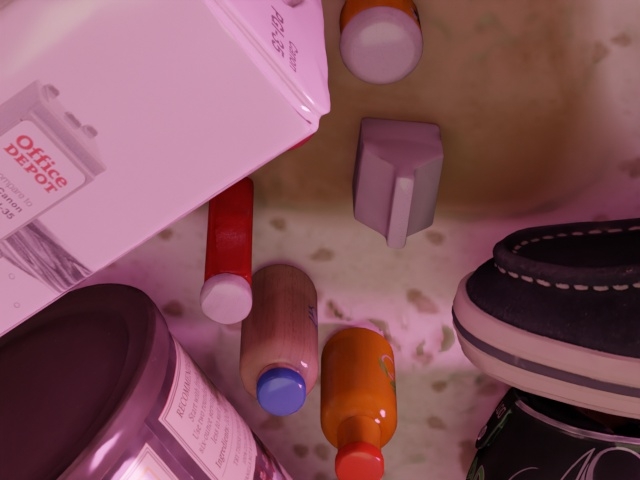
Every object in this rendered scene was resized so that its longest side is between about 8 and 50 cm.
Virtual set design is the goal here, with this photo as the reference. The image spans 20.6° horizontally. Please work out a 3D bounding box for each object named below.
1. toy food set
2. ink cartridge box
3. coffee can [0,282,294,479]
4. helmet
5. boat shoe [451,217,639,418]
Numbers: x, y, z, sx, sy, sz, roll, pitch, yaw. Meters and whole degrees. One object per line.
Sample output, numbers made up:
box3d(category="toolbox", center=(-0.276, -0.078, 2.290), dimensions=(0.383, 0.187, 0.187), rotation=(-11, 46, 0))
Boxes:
box3d(category="toy food set", center=(0.000, 0.000, 0.851), dimensions=(0.111, 0.104, 0.232), rotation=(6, 120, -4))
box3d(category="ink cartridge box", center=(-0.146, -0.060, 0.757), dimensions=(0.283, 0.207, 0.117), rotation=(-32, 117, 16))
box3d(category="coffee can", center=(-0.087, 0.189, 0.903), dimensions=(0.201, 0.201, 0.275), rotation=(-30, 116, 15))
box3d(category="helmet", center=(0.155, 0.159, 0.914), dimensions=(0.169, 0.169, 0.161), rotation=(5, 104, -3))
box3d(category="boat shoe", center=(0.291, -0.016, 0.773), dimensions=(0.500, 0.187, 0.156), rotation=(-7, 101, 29))
